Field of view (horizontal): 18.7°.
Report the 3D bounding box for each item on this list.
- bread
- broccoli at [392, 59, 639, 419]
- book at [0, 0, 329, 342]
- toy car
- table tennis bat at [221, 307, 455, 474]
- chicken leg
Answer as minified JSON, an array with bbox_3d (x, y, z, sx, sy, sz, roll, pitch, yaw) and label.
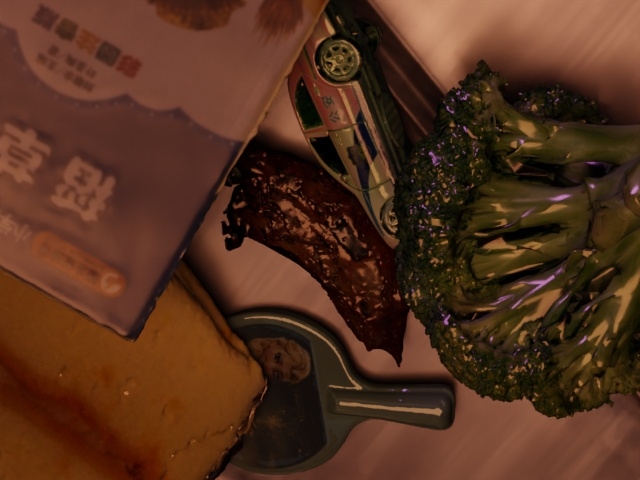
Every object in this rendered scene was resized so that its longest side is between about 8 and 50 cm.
[{"bbox_3d":[-0.232,0.093,1.670,0.346,0.242,0.405,-45,125,13],"label":"bread"},{"bbox_3d":[0.178,0.002,1.479,0.261,0.269,0.241,28,139,-35],"label":"broccoli"},{"bbox_3d":[-0.164,-0.179,1.464,0.300,0.039,0.428,30,87,-5],"label":"book"},{"bbox_3d":[0.030,-0.091,1.557,0.076,0.090,0.224,-19,102,16],"label":"toy car"},{"bbox_3d":[-0.003,0.134,1.653,0.237,0.038,0.149,5,104,10],"label":"table tennis bat"},{"bbox_3d":[0.000,0.000,1.600,0.234,0.063,0.105,36,113,-4],"label":"chicken leg"}]
